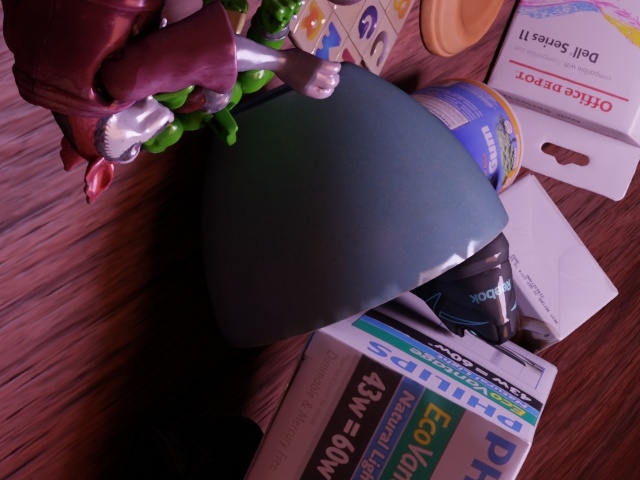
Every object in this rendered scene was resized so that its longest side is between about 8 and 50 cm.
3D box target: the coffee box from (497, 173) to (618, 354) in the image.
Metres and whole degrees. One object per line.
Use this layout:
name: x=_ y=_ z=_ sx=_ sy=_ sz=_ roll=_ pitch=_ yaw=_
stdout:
coffee box: x=0.174 y=0.071 z=1.994 sx=0.119 sy=0.168 sz=0.297 roll=-33 pitch=176 yaw=-36

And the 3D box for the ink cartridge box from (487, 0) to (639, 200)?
ink cartridge box: x=0.353 y=-0.251 z=2.247 sx=0.353 sy=0.207 sz=0.119 roll=-69 pitch=159 yaw=0

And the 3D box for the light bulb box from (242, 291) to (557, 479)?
light bulb box: x=0.050 y=0.256 z=1.726 sx=0.358 sy=0.225 sz=0.361 roll=-64 pitch=172 yaw=10

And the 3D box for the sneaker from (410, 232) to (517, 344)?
sneaker: x=0.126 y=0.045 z=1.739 sx=0.267 sy=0.101 sz=0.106 roll=-164 pitch=-129 yaw=-79

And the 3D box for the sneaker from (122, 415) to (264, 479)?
sneaker: x=-0.123 y=0.223 z=1.763 sx=0.227 sy=0.087 sz=0.130 roll=-34 pitch=146 yaw=-45

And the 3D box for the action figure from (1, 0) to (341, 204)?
action figure: x=-0.137 y=-0.195 z=1.166 sx=0.276 sy=0.248 sz=0.370 roll=-21 pitch=126 yaw=-59

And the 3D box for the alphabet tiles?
alphabet tiles: x=0.048 y=-0.308 z=1.776 sx=0.285 sy=0.011 sz=0.342 roll=-64 pitch=157 yaw=-11

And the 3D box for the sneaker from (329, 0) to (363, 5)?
sneaker: x=0.008 y=-0.269 z=1.554 sx=0.111 sy=0.103 sz=0.252 roll=-54 pitch=169 yaw=-16

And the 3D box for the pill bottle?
pill bottle: x=0.107 y=-0.083 z=1.922 sx=0.272 sy=0.152 sz=0.152 roll=-29 pitch=136 yaw=-57

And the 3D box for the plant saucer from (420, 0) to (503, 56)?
plant saucer: x=0.178 y=-0.306 z=2.033 sx=0.200 sy=0.037 sz=0.200 roll=-47 pitch=149 yaw=-40

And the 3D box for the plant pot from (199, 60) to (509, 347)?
plant pot: x=0.003 y=-0.051 z=1.625 sx=0.290 sy=0.290 sz=0.195 roll=-36 pitch=105 yaw=-52

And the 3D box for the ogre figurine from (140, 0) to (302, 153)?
ogre figurine: x=-0.104 y=-0.133 z=1.471 sx=0.197 sy=0.097 sz=0.118 roll=-52 pitch=166 yaw=-16
